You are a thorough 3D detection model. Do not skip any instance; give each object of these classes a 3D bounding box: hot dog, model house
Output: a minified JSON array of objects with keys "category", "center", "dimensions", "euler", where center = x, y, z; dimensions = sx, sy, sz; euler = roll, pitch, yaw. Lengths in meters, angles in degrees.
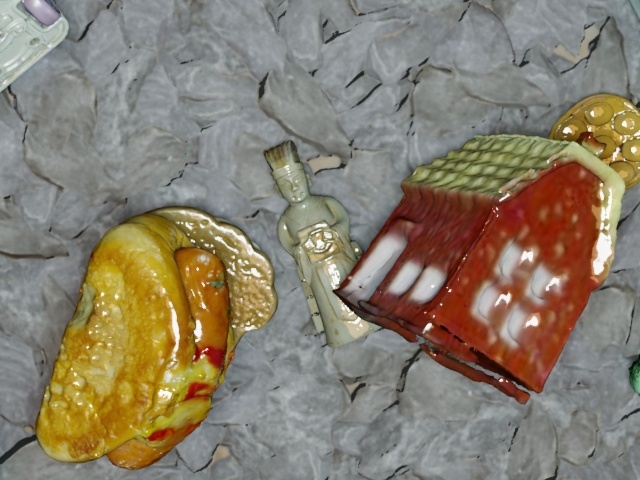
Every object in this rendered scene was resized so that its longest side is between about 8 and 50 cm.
[{"category":"hot dog","center":[-0.165,0.112,1.214],"dimensions":[0.153,0.150,0.256],"euler":[22,101,7]},{"category":"model house","center":[0.165,0.002,1.198],"dimensions":[0.160,0.196,0.254],"euler":[38,82,-23]}]

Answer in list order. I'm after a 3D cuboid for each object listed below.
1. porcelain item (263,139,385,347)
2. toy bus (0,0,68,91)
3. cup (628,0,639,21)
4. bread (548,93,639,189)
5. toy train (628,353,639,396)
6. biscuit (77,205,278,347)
[{"category":"porcelain item","center":[0.000,0.000,1.285],"dimensions":[0.084,0.054,0.213],"euler":[-24,96,2]},{"category":"toy bus","center":[-0.348,-0.240,1.185],"dimensions":[0.142,0.202,0.142],"euler":[-40,64,5]},{"category":"cup","center":[0.484,-0.283,1.147],"dimensions":[0.371,0.253,0.253],"euler":[-37,96,8]},{"category":"bread","center":[0.287,-0.095,1.284],"dimensions":[0.110,0.024,0.110],"euler":[0,97,0]},{"category":"toy train","center":[0.455,0.130,1.271],"dimensions":[0.269,0.115,0.154],"euler":[9,103,0]},{"category":"biscuit","center":[-0.153,0.060,1.295],"dimensions":[0.181,0.049,0.208],"euler":[40,100,-6]}]
